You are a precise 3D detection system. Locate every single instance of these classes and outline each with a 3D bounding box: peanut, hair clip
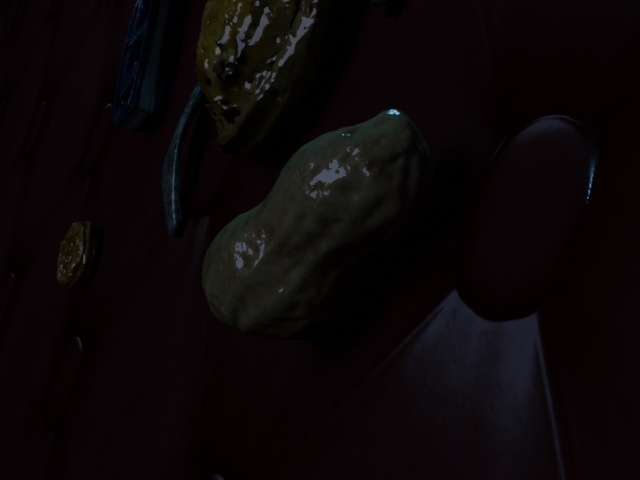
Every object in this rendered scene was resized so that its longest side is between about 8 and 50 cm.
[{"bbox_3d":[0.000,0.000,0.963,0.257,0.123,0.123,-41,36,43],"label":"peanut"},{"bbox_3d":[-0.168,-0.111,1.536,0.066,0.036,0.229,137,146,-60],"label":"hair clip"}]

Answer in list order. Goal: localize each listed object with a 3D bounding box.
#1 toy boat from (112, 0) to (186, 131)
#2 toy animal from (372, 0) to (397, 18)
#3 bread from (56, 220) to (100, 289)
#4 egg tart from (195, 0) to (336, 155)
[{"bbox_3d":[-0.243,-0.294,1.827,0.096,0.062,0.299,-38,39,54],"label":"toy boat"},{"bbox_3d":[0.061,-0.314,1.128,0.101,0.103,0.218,19,86,46],"label":"toy animal"},{"bbox_3d":[-0.358,0.020,1.860,0.083,0.044,0.110,-48,32,36],"label":"bread"},{"bbox_3d":[-0.069,-0.224,1.285,0.291,0.107,0.290,-162,90,-72],"label":"egg tart"}]
